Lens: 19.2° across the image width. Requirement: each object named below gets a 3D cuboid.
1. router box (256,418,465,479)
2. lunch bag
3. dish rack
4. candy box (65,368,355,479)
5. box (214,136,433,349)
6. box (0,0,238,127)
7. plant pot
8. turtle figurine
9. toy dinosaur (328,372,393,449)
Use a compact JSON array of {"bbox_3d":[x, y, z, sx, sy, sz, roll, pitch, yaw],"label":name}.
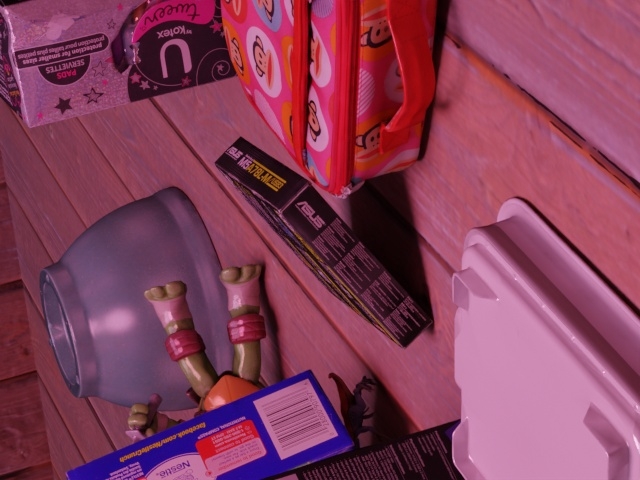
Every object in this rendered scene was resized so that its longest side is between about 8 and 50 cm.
[{"bbox_3d":[0.017,0.301,1.748,0.309,0.243,0.081,101,149,-54],"label":"router box"},{"bbox_3d":[0.016,-0.189,1.576,0.258,0.120,0.293,55,155,38],"label":"lunch bag"},{"bbox_3d":[0.183,0.155,1.424,0.333,0.072,0.285,-127,27,-51],"label":"dish rack"},{"bbox_3d":[-0.081,0.313,1.914,0.317,0.268,0.122,75,169,-47],"label":"candy box"},{"bbox_3d":[0.000,0.000,1.738,0.190,0.045,0.184,48,172,-26],"label":"box"},{"bbox_3d":[-0.228,-0.229,2.032,0.163,0.247,0.142,-140,37,-60],"label":"box"},{"bbox_3d":[-0.247,0.095,2.432,0.293,0.196,0.293,165,90,-71],"label":"plant pot"},{"bbox_3d":[-0.113,0.168,2.111,0.198,0.275,0.266,-20,80,38],"label":"turtle figurine"},{"bbox_3d":[0.031,0.176,1.894,0.047,0.090,0.082,-112,44,-71],"label":"toy dinosaur"}]
